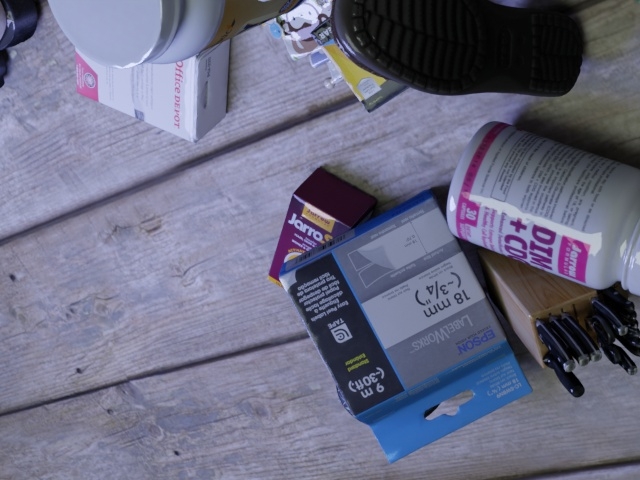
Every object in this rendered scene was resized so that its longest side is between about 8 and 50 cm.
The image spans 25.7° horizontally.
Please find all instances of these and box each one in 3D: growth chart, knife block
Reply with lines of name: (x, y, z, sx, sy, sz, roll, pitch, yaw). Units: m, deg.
growth chart: (-0.019, -0.315, 1.888, 0.237, 0.021, 0.172, 49, 136, -4)
knife block: (0.293, 0.103, 1.826, 0.275, 0.242, 0.088, 3, 123, 35)

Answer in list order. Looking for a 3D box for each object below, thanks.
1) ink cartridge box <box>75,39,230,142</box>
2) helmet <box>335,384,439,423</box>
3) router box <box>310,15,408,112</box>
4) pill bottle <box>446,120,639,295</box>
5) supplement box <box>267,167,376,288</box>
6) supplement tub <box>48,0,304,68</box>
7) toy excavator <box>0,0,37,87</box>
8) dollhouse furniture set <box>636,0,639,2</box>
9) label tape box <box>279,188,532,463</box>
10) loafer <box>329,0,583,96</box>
ink cartridge box: (-0.245, -0.259, 2.044, 0.218, 0.092, 0.159, 25, 134, 20)
helmet: (0.109, 0.202, 2.093, 0.169, 0.161, 0.169, 19, 132, 23)
router box: (0.096, -0.265, 1.798, 0.179, 0.046, 0.133, -32, 102, 31)
pill bottle: (0.315, -0.034, 1.757, 0.283, 0.160, 0.160, 21, 133, 23)
supplement box: (0.000, 0.000, 2.075, 0.104, 0.081, 0.188, 31, 135, 13)
supplement tub: (-0.163, -0.350, 1.731, 0.228, 0.316, 0.228, 20, 125, 31)
toy excavator: (-0.641, -0.452, 2.119, 0.445, 0.222, 0.433, 51, 136, 4)
dollhouse furniture set: (0.436, -0.299, 1.474, 0.197, 0.151, 0.301, 39, 137, 4)
label tape box: (0.126, 0.131, 1.948, 0.240, 0.106, 0.334, -28, 97, 5)
loafer: (0.144, -0.226, 1.637, 0.130, 0.366, 0.134, 7, 89, 52)
